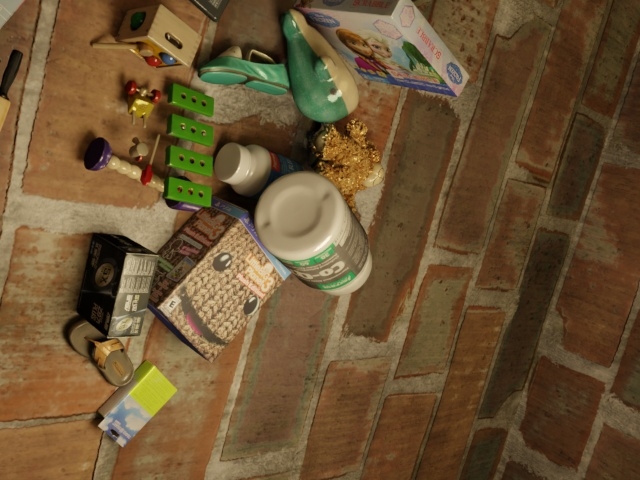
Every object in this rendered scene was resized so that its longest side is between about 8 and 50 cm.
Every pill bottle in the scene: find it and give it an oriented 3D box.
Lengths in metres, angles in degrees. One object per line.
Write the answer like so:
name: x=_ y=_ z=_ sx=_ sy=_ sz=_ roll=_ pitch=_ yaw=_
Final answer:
pill bottle: x=0.000 y=0.000 z=1.637 sx=0.204 sy=0.204 sz=0.361 roll=-59 pitch=155 yaw=-8
pill bottle: x=-0.135 y=-0.152 z=1.644 sx=0.221 sy=0.124 sz=0.124 roll=17 pitch=95 yaw=-47

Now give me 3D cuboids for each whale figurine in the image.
whale figurine: x=-0.026 y=-0.394 z=1.619 sx=0.141 sy=0.216 sz=0.272 roll=-34 pitch=108 yaw=0

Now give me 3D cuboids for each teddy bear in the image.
teddy bear: x=0.073 y=-0.183 z=1.763 sx=0.338 sy=0.113 sz=0.245 roll=38 pitch=59 yaw=-62

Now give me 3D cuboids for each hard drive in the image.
hard drive: x=-0.242 y=-0.533 z=1.455 sx=0.135 sy=0.022 sz=0.094 roll=33 pitch=83 yaw=-46

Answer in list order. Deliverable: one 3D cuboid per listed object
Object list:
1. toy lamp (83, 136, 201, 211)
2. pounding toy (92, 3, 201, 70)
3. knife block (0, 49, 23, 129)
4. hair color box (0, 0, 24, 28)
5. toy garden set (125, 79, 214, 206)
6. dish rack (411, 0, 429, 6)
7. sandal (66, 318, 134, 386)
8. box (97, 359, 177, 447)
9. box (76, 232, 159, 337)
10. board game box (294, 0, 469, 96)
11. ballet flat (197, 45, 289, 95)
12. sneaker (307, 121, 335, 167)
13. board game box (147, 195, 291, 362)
toy lamp: x=-0.359 y=-0.129 z=1.473 sx=0.274 sy=0.080 sz=0.080 roll=29 pitch=86 yaw=-45
pounding toy: x=-0.336 y=-0.386 z=1.361 sx=0.141 sy=0.130 sz=0.100 roll=31 pitch=72 yaw=-47
knife block: x=-0.565 y=-0.203 z=1.130 sx=0.242 sy=0.276 sz=0.088 roll=-43 pitch=139 yaw=18
hair color box: x=-0.473 y=-0.512 z=1.120 sx=0.374 sy=0.185 sz=0.113 roll=-56 pitch=135 yaw=-11
toy garden set: x=-0.317 y=-0.203 z=1.449 sx=0.203 sy=0.049 sz=0.244 roll=12 pitch=73 yaw=-45
dish rack: x=0.266 y=-0.773 z=1.817 sx=0.332 sy=0.072 sz=0.286 roll=-34 pitch=128 yaw=-30
sandal: x=-0.468 y=0.251 z=1.534 sx=0.090 sy=0.060 sz=0.219 roll=-41 pitch=131 yaw=-25
box: x=-0.431 y=0.380 z=1.636 sx=0.178 sy=0.042 sz=0.109 roll=-47 pitch=132 yaw=-20
box: x=-0.422 y=0.091 z=1.450 sx=0.077 sy=0.147 sz=0.180 roll=6 pitch=103 yaw=-46
board game box: x=0.144 y=-0.467 z=1.647 sx=0.318 sy=0.318 sz=0.066 roll=33 pitch=83 yaw=-45
ballet flat: x=-0.172 y=-0.383 z=1.559 sx=0.247 sy=0.083 sz=0.087 roll=0 pitch=82 yaw=-44
sneaker: x=-0.013 y=-0.253 z=1.785 sx=0.058 sy=0.052 sz=0.135 roll=20 pitch=85 yaw=-37
board game box: x=-0.249 y=0.089 z=1.621 sx=0.291 sy=0.141 sz=0.232 roll=-49 pitch=134 yaw=-17
